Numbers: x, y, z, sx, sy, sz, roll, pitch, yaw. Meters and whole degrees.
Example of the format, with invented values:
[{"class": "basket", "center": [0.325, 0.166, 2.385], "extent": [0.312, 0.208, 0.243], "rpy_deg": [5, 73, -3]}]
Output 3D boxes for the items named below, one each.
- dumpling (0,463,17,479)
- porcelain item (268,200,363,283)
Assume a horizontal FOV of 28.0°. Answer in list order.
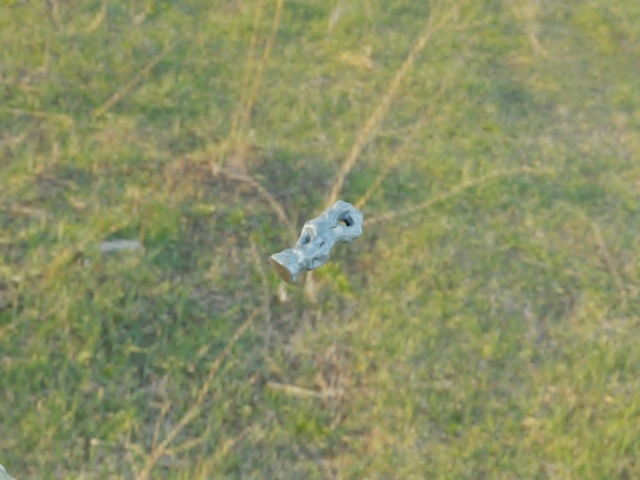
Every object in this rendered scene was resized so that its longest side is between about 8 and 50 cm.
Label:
[{"class": "dumpling", "center": [-0.292, 0.204, 0.886], "extent": [0.181, 0.155, 0.111], "rpy_deg": [44, 8, -41]}, {"class": "porcelain item", "center": [0.000, 0.000, 0.986], "extent": [0.083, 0.028, 0.036], "rpy_deg": [-36, 73, -21]}]
